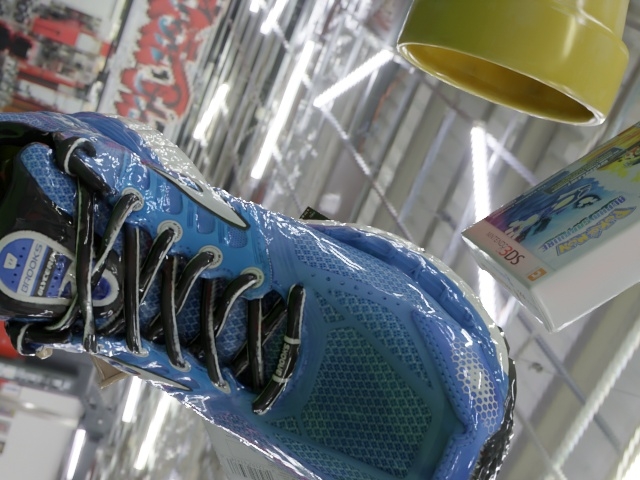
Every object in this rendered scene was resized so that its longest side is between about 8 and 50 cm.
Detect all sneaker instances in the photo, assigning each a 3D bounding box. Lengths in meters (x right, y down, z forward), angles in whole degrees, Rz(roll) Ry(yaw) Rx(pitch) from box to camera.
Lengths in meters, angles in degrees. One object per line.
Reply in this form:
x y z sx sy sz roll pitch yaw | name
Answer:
-0.071 0.028 0.399 0.330 0.147 0.129 25 -77 29 | sneaker

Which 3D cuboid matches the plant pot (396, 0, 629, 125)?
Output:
0.244 -0.285 1.005 0.238 0.254 0.254 -69 -162 3 | plant pot

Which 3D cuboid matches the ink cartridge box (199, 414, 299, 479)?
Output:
-0.008 0.297 1.253 0.270 0.395 0.151 7 -144 36 | ink cartridge box

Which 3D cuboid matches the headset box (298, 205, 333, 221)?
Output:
0.000 0.000 1.259 0.062 0.083 0.032 -53 162 -14 | headset box

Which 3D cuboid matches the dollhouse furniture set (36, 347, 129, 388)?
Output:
-0.312 0.128 1.398 0.173 0.303 0.355 65 -17 1 | dollhouse furniture set

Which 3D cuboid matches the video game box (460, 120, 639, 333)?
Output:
0.228 -0.023 0.701 0.205 0.048 0.187 -32 -163 1 | video game box
